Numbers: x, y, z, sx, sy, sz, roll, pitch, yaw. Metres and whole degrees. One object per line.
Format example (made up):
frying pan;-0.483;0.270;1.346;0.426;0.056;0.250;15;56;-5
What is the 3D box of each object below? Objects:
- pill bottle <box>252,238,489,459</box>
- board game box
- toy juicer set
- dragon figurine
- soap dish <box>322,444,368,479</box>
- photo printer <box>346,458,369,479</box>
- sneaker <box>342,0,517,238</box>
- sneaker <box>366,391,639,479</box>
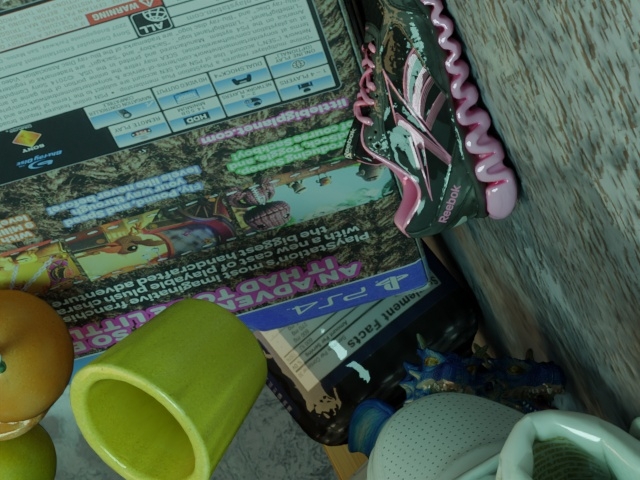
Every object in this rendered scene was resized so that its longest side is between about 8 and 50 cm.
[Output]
pill bottle;0.011;0.037;0.989;0.219;0.123;0.123;51;176;5
board game box;-0.096;-0.074;0.792;0.291;0.232;0.141;69;-173;-58
toy juicer set;-0.093;0.165;0.815;0.209;0.089;0.329;9;130;33
dragon figurine;0.050;0.134;0.880;0.289;0.085;0.144;121;163;-72
soap dish;0.097;0.239;1.420;0.291;0.118;0.229;59;174;51
photo printer;0.044;0.253;1.052;0.107;0.256;0.307;44;175;-13
sneaker;0.031;-0.054;0.671;0.047;0.057;0.119;-122;8;-79
sneaker;0.089;0.099;0.598;0.292;0.108;0.169;44;161;52
